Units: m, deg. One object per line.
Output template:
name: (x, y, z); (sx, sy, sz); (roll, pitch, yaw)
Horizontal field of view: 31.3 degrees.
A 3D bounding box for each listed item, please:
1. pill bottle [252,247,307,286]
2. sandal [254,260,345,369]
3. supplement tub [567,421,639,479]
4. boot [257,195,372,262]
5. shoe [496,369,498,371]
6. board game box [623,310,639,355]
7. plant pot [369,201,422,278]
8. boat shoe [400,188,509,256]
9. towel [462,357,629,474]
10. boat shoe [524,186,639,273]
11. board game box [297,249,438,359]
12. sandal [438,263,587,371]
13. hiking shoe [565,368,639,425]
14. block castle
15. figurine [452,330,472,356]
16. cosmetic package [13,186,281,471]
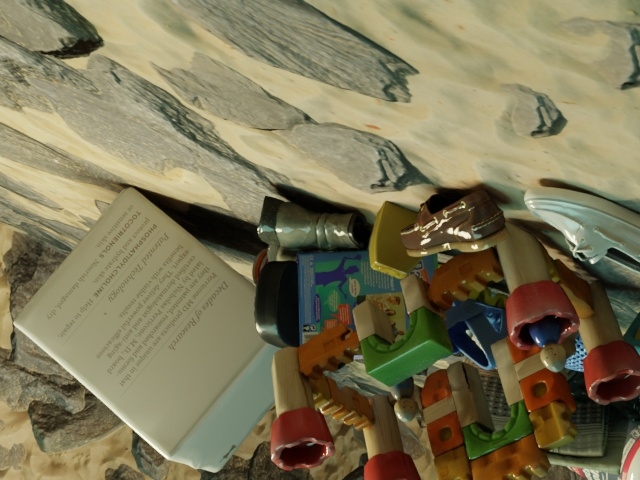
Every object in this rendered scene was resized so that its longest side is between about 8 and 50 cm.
pill bottle: (-0.045, 0.063, 2.079); (0.152, 0.086, 0.086); (9, 164, 42)
sandal: (0.017, 0.131, 1.880); (0.107, 0.168, 0.446); (1, 173, 19)
supplement tub: (0.568, 0.382, 2.157); (0.191, 0.191, 0.272); (29, 180, -37)
boot: (0.000, 0.000, 1.755); (0.161, 0.083, 0.246); (10, 170, 8)
shoe: (0.333, 0.205, 2.110); (0.063, 0.081, 0.178); (24, 168, -20)
board game box: (0.593, 0.244, 1.567); (0.253, 0.079, 0.336); (6, 138, 50)
plant pot: (0.107, 0.005, 1.573); (0.081, 0.083, 0.081); (20, 168, -1)
boat shoe: (0.158, -0.026, 1.412); (0.073, 0.073, 0.207); (61, 154, -9)
towel: (0.387, 0.295, 2.025); (0.324, 0.056, 0.312); (8, -160, 15)
boat shoe: (0.305, -0.004, 1.250); (0.184, 0.063, 0.066); (22, 168, -10)
board game box: (0.073, 0.095, 1.694); (0.210, 0.160, 0.047); (-2, 167, 3)
sandal: (0.277, 0.148, 1.753); (0.317, 0.138, 0.126); (14, 138, 16)
hiking shoe: (0.506, 0.232, 1.974); (0.304, 0.113, 0.132); (17, -160, -18)
block castle: (0.180, 0.202, 1.527); (0.453, 0.213, 0.303); (-31, 139, 24)
figurine: (0.168, 0.110, 1.962); (0.209, 0.092, 0.215); (22, 168, 10)
cosmetic package: (-0.272, 0.175, 2.120); (0.393, 0.327, 0.329); (37, 173, 16)
